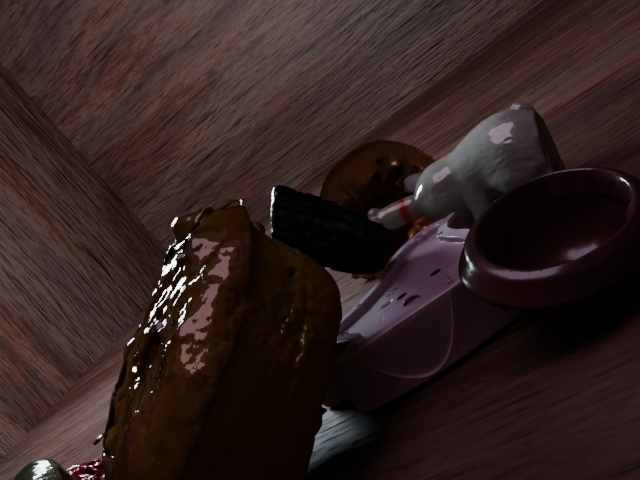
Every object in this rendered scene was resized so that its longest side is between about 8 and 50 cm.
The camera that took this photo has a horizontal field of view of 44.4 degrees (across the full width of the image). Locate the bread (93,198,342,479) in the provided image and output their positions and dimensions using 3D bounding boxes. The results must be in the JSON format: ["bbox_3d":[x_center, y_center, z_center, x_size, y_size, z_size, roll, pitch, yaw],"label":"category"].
[{"bbox_3d":[-0.112,0.145,0.875,0.337,0.204,0.358,-39,36,49],"label":"bread"}]

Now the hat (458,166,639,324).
[{"bbox_3d":[0.234,0.009,0.758,0.205,0.089,0.205,-21,29,12],"label":"hat"}]

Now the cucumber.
[{"bbox_3d":[0.000,0.000,1.006,0.115,0.193,0.085,-31,55,52],"label":"cucumber"}]

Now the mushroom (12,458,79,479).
[{"bbox_3d":[-0.361,0.411,0.970,0.217,0.212,0.292,-35,14,-21],"label":"mushroom"}]

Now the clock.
[{"bbox_3d":[0.094,0.096,0.969,0.290,0.080,0.275,-36,10,14],"label":"clock"}]

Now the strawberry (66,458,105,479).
[{"bbox_3d":[-0.400,0.434,1.224,0.190,0.111,0.236,-34,12,22],"label":"strawberry"}]

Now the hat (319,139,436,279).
[{"bbox_3d":[0.089,0.006,1.280,0.234,0.244,0.233,-16,-30,-24],"label":"hat"}]

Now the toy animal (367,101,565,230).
[{"bbox_3d":[0.210,-0.069,1.103,0.282,0.138,0.140,-36,8,32],"label":"toy animal"}]
